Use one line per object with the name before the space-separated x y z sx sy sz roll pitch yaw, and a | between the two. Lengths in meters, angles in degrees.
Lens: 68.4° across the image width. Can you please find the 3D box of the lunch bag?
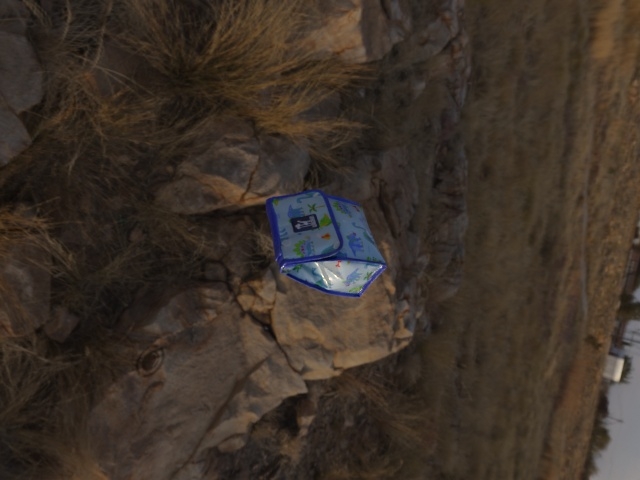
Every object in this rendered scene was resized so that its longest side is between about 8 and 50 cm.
lunch bag | 0.000 0.000 0.662 0.151 0.129 0.096 10 132 -28
